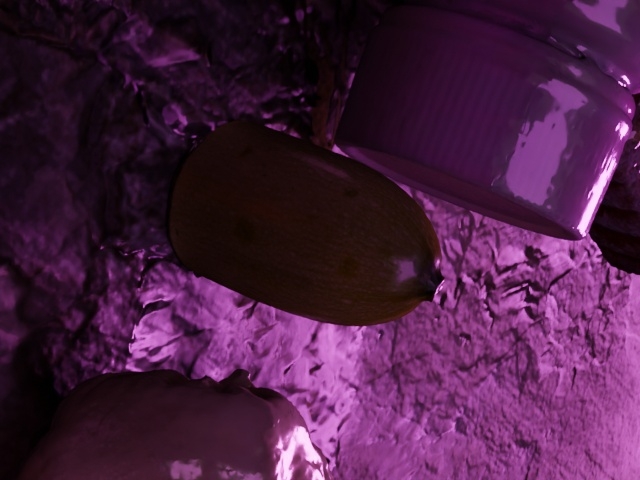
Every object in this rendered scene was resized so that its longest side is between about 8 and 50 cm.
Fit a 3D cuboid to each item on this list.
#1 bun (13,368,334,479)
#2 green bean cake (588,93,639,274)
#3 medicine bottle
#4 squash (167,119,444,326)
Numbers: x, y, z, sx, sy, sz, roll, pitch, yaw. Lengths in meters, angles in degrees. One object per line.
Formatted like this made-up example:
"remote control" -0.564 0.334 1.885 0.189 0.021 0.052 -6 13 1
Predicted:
"bun" -0.094 0.176 1.048 0.145 0.229 0.229 -92 168 -54
"green bean cake" 0.299 -0.112 1.400 0.233 0.097 0.198 -56 136 -16
"medicine bottle" 0.168 -0.211 1.127 0.219 0.219 0.388 26 84 -49
"squash" 0.000 0.000 1.058 0.123 0.186 0.123 -30 131 -40
